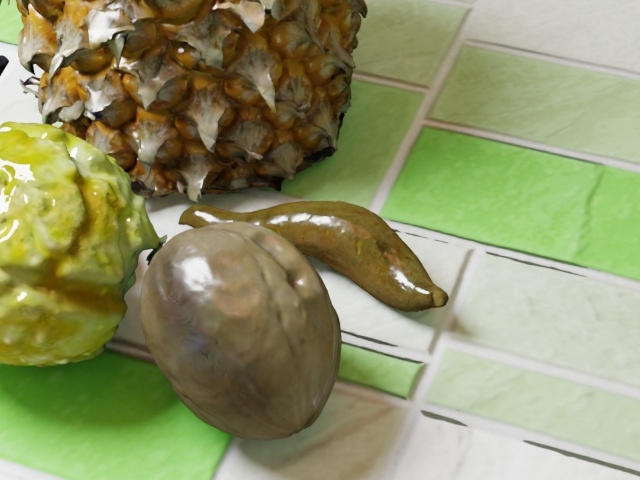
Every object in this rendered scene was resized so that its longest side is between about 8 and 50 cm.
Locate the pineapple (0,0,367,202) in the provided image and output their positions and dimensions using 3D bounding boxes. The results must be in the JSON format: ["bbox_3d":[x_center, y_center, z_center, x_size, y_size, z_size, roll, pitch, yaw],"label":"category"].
[{"bbox_3d":[-0.118,-0.225,1.097,0.352,0.300,0.352,-2,46,2],"label":"pineapple"}]

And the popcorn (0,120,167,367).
[{"bbox_3d":[-0.207,0.003,0.957,0.198,0.212,0.198,-1,87,10],"label":"popcorn"}]

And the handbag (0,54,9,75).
[{"bbox_3d":[-0.390,-0.054,1.039,0.254,0.089,0.211,-14,38,23],"label":"handbag"}]

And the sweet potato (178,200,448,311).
[{"bbox_3d":[-0.001,-0.002,1.032,0.249,0.059,0.069,19,84,21],"label":"sweet potato"}]

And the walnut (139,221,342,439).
[{"bbox_3d":[-0.056,0.063,0.903,0.140,0.140,0.162,-35,69,-30],"label":"walnut"}]
